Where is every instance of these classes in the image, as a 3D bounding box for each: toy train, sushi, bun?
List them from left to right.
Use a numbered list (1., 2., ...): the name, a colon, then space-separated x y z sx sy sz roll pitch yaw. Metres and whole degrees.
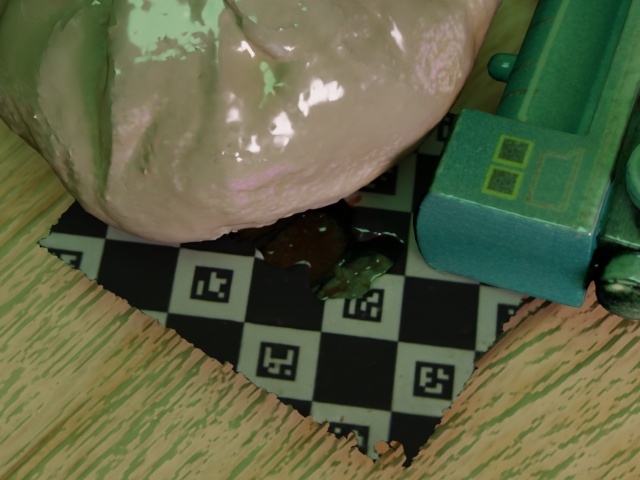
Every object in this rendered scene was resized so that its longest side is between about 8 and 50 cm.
1. bun: -0.066 -0.190 1.066 0.365 0.219 0.365 -4 55 6
2. sushi: 0.000 0.000 1.112 0.290 0.050 0.264 29 60 15
3. toy train: 0.191 -0.092 1.079 0.194 0.120 0.298 15 60 14
